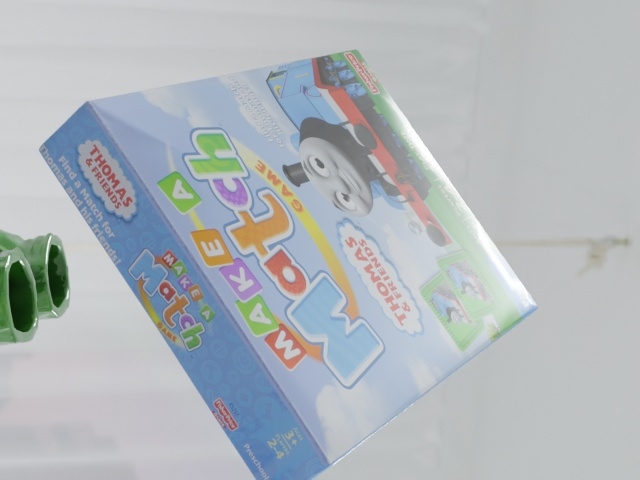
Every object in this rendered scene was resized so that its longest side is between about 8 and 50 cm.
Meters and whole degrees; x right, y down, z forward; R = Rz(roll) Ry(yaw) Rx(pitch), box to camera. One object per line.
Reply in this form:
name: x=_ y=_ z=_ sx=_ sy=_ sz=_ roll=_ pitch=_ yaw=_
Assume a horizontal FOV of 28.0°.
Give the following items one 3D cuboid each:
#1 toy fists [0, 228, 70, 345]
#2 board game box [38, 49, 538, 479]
toy fists: x=-0.302 y=0.036 z=1.062 sx=0.279 sy=0.142 sz=0.096 roll=-105 pitch=-172 yaw=-84
board game box: x=0.000 y=0.000 z=0.551 sx=0.039 sy=0.211 sz=0.160 roll=-38 pitch=-97 yaw=32
